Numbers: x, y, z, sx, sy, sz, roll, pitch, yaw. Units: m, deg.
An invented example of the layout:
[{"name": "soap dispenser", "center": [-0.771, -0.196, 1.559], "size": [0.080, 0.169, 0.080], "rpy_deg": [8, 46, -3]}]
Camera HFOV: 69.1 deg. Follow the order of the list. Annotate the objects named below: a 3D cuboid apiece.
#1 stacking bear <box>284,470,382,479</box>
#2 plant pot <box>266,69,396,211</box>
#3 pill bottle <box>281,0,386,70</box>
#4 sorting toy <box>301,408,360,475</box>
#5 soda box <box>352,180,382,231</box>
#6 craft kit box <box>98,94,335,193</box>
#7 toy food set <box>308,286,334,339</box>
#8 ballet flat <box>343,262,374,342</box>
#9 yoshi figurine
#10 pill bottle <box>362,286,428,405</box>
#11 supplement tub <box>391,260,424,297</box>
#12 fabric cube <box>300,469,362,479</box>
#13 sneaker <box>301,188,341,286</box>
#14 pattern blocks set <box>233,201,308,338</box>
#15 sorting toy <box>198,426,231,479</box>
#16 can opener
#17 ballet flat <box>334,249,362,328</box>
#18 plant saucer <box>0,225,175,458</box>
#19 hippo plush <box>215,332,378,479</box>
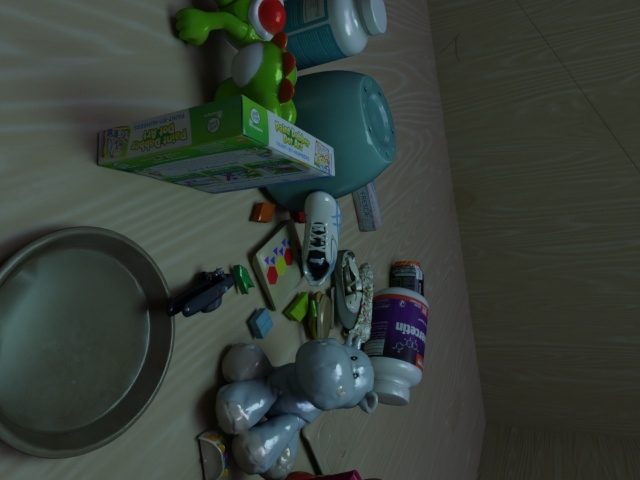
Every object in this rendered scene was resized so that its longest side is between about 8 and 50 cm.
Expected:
[{"name": "stacking bear", "center": [0.008, 0.571, 0.981], "size": [0.289, 0.164, 0.175], "rpy_deg": [44, 36, -37]}, {"name": "plant pot", "center": [0.023, -0.226, 1.005], "size": [0.293, 0.235, 0.292], "rpy_deg": [29, 56, -55]}, {"name": "pill bottle", "center": [0.003, -0.458, 1.000], "size": [0.146, 0.264, 0.146], "rpy_deg": [14, 75, -62]}, {"name": "sorting toy", "center": [0.026, 0.480, 1.161], "size": [0.193, 0.038, 0.208], "rpy_deg": [-53, 127, -52]}, {"name": "soda box", "center": [0.141, -0.122, 1.438], "size": [0.063, 0.058, 0.183], "rpy_deg": [-42, 123, -57]}, {"name": "craft kit box", "center": [-0.143, -0.126, 0.692], "size": [0.247, 0.250, 0.060], "rpy_deg": [4, 83, -63]}, {"name": "toy food set", "center": [-0.001, 0.188, 1.147], "size": [0.192, 0.039, 0.132], "rpy_deg": [-22, 113, -77]}, {"name": "ballet flat", "center": [0.106, 0.169, 1.314], "size": [0.077, 0.091, 0.240], "rpy_deg": [17, 63, -26]}, {"name": "yoshi figurine", "center": [-0.148, -0.348, 0.854], "size": [0.203, 0.204, 0.362], "rpy_deg": [120, -42, -76]}, {"name": "pill bottle", "center": [0.222, 0.315, 1.396], "size": [0.181, 0.182, 0.322], "rpy_deg": [53, 41, -46]}, {"name": "supplement tub", "center": [0.310, 0.172, 1.655], "size": [0.117, 0.117, 0.190], "rpy_deg": [24, 65, -59]}, {"name": "fabric cube", "center": [-0.040, 0.555, 0.706], "size": [0.259, 0.258, 0.254], "rpy_deg": [-26, 91, -61]}, {"name": "sneaker", "center": [0.000, 0.000, 1.004], "size": [0.086, 0.085, 0.237], "rpy_deg": [-84, 177, -52]}, {"name": "pattern blocks set", "center": [-0.084, 0.047, 1.016], "size": [0.325, 0.026, 0.285], "rpy_deg": [-39, 120, -58]}, {"name": "sorting toy", "center": [-0.172, 0.360, 0.800], "size": [0.075, 0.045, 0.083], "rpy_deg": [-35, 119, -80]}, {"name": "can opener", "center": [-0.184, 0.087, 0.742], "size": [0.186, 0.059, 0.073], "rpy_deg": [-40, 120, -82]}, {"name": "ballet flat", "center": [0.076, 0.127, 1.239], "size": [0.072, 0.068, 0.213], "rpy_deg": [1, 77, -47]}, {"name": "plant saucer", "center": [-0.297, 0.121, 0.584], "size": [0.278, 0.041, 0.277], "rpy_deg": [17, 71, -62]}, {"name": "hippo plush", "center": [-0.017, 0.292, 0.836], "size": [0.294, 0.237, 0.234], "rpy_deg": [40, 36, -52]}]
